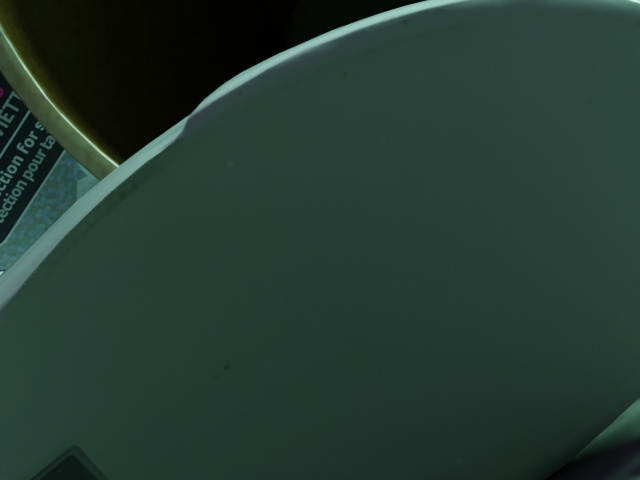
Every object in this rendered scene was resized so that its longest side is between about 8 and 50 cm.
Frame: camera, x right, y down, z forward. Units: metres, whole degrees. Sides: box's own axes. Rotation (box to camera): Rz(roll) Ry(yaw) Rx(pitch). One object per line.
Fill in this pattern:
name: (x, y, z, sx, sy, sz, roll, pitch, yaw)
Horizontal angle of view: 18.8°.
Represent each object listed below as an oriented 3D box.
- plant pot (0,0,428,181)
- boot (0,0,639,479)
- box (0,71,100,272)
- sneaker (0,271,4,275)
plant pot: (0.036, -0.083, 0.575, 0.237, 0.237, 0.254, -32, -12, -1)
boot: (-0.037, 0.029, 0.402, 0.258, 0.095, 0.123, -33, 11, 6)
box: (-0.179, -0.018, 0.806, 0.247, 0.142, 0.163, -56, 29, 11)
sneaker: (-0.199, 0.104, 0.687, 0.153, 0.101, 0.268, -25, 10, 42)
